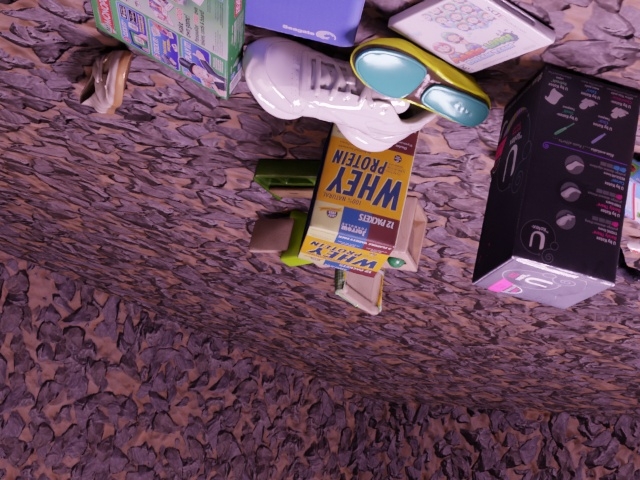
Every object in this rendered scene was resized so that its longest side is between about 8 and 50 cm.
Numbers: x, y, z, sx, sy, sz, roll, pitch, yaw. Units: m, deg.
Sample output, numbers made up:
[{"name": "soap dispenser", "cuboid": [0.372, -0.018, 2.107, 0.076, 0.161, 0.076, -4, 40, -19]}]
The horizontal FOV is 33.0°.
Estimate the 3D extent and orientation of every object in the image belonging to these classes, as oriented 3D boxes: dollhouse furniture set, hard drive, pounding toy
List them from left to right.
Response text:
[{"name": "hard drive", "cuboid": [-0.043, -0.332, 1.243, 0.210, 0.040, 0.319, 13, 163, -1]}, {"name": "dollhouse furniture set", "cuboid": [0.000, 0.000, 2.011, 0.151, 0.198, 0.301, 1, 159, 31]}, {"name": "pounding toy", "cuboid": [0.126, -0.005, 1.997, 0.100, 0.141, 0.130, 7, 162, 20]}]

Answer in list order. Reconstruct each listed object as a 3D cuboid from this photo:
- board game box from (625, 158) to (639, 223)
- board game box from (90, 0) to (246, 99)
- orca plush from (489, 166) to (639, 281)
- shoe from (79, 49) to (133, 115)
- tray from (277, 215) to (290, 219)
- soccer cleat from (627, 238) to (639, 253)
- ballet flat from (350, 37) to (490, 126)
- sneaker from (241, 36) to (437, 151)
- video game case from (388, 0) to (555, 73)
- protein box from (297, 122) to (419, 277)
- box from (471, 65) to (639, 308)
[{"name": "board game box", "cuboid": [0.532, -0.041, 1.618, 0.211, 0.039, 0.160, 33, 172, 24]}, {"name": "board game box", "cuboid": [-0.195, -0.303, 1.346, 0.213, 0.046, 0.317, 31, 164, 3]}, {"name": "orca plush", "cuboid": [0.404, -0.048, 1.685, 0.287, 0.151, 0.102, 44, 123, 2]}, {"name": "shoe", "cuboid": [-0.336, -0.244, 1.688, 0.058, 0.077, 0.219, 13, 166, -16]}, {"name": "tray", "cuboid": [0.016, 0.000, 2.289, 0.270, 0.030, 0.145, 24, 161, -33]}, {"name": "soccer cleat", "cuboid": [0.581, 0.009, 1.899, 0.083, 0.029, 0.036, 12, 155, -5]}, {"name": "ballet flat", "cuboid": [0.128, -0.219, 1.420, 0.230, 0.077, 0.077, 20, 134, -32]}, {"name": "sneaker", "cuboid": [0.033, -0.216, 1.476, 0.305, 0.114, 0.152, 15, 159, -39]}, {"name": "video game case", "cuboid": [0.185, -0.261, 1.338, 0.143, 0.019, 0.157, 23, 161, -29]}, {"name": "protein box", "cuboid": [0.057, -0.072, 1.728, 0.135, 0.201, 0.200, 14, 163, -3]}, {"name": "box", "cuboid": [0.311, -0.066, 1.435, 0.143, 0.271, 0.165, 15, 163, -7]}]
